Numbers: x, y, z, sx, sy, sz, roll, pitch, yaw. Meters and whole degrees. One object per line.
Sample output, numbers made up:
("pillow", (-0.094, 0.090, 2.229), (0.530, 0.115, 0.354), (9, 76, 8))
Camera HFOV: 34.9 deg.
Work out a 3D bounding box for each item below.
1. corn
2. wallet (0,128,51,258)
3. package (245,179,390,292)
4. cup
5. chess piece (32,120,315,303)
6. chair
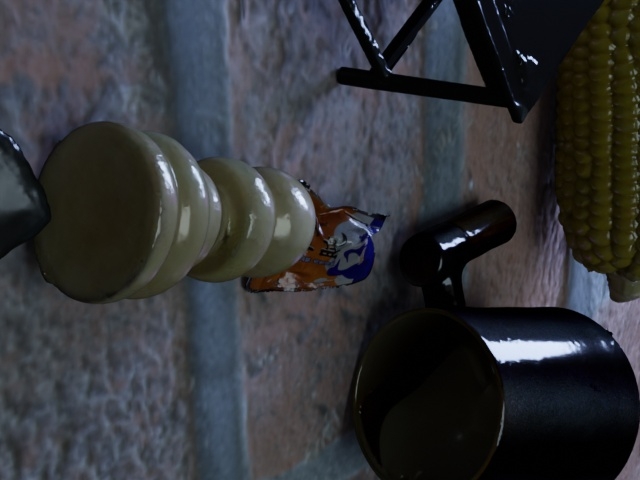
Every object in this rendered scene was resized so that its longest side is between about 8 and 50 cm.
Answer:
("corn", (0.271, -0.109, 0.898), (0.130, 0.130, 0.347), (-24, 117, -42))
("wallet", (-0.248, 0.024, 0.422), (0.285, 0.030, 0.146), (-48, 131, -29))
("package", (-0.001, 0.000, 0.697), (0.110, 0.033, 0.077), (4, 124, -36))
("cup", (0.120, 0.099, 0.817), (0.177, 0.239, 0.166), (9, 138, -45))
("chess piece", (-0.070, -0.013, 0.578), (0.170, 0.094, 0.094), (1, 102, -58))
("chair", (0.122, -0.170, 0.599), (0.154, 0.260, 0.141), (-54, 137, -22))
